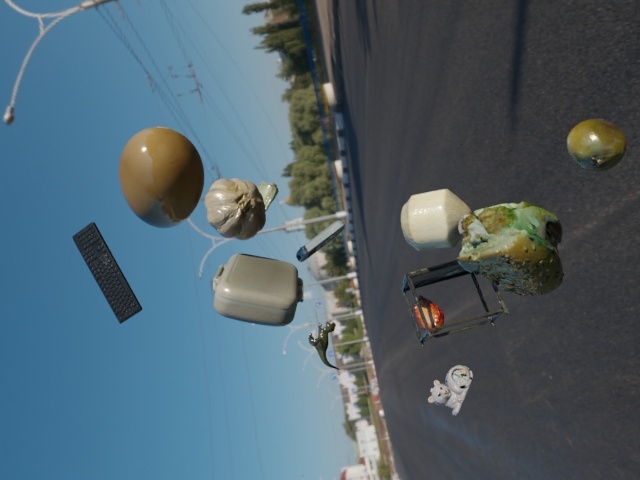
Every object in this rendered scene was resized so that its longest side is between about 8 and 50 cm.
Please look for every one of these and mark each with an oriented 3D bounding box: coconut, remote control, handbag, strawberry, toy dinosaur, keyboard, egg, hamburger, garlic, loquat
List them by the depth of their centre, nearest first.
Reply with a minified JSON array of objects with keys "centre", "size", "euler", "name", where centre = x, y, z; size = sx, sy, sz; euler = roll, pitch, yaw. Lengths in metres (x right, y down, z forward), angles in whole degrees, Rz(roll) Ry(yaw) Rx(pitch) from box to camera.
[{"centre":[0.444,0.015,1.125],"size":[0.192,0.288,0.168],"euler":[-20,49,57],"name":"hamburger"},{"centre":[0.790,-0.278,1.461],"size":[0.195,0.152,0.152],"euler":[-71,-25,-46],"name":"loquat"},{"centre":[-0.650,0.100,1.542],"size":[0.310,0.101,0.018],"euler":[60,-162,3],"name":"keyboard"},{"centre":[-0.281,-0.109,1.719],"size":[0.152,0.227,0.228],"euler":[-28,67,47],"name":"garlic"},{"centre":[-0.577,-0.227,1.862],"size":[0.301,0.301,0.374],"euler":[-97,6,-59],"name":"egg"},{"centre":[0.455,-0.076,1.973],"size":[0.237,0.265,0.237],"euler":[37,-133,-54],"name":"coconut"},{"centre":[0.000,0.000,1.991],"size":[0.047,0.244,0.087],"euler":[49,156,9],"name":"remote control"},{"centre":[-0.257,-0.126,2.071],"size":[0.256,0.079,0.219],"euler":[-59,18,-1],"name":"handbag"},{"centre":[0.475,0.314,2.181],"size":[0.121,0.082,0.188],"euler":[-57,30,25],"name":"strawberry"},{"centre":[0.041,0.444,2.218],"size":[0.187,0.178,0.087],"euler":[-59,-15,-19],"name":"toy dinosaur"}]

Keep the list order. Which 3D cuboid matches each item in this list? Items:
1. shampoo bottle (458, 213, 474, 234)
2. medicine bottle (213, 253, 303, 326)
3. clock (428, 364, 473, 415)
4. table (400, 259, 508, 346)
[{"centre":[0.616,-0.062,1.820],"size":[0.086,0.227,0.056],"euler":[95,170,-54],"name":"shampoo bottle"},{"centre":[-0.196,0.151,1.625],"size":[0.375,0.282,0.123],"euler":[-96,20,-74],"name":"medicine bottle"},{"centre":[0.466,0.519,1.812],"size":[0.176,0.117,0.080],"euler":[-58,-20,-22],"name":"clock"},{"centre":[0.543,0.251,2.106],"size":[0.222,0.334,0.272],"euler":[82,172,-68],"name":"table"}]
